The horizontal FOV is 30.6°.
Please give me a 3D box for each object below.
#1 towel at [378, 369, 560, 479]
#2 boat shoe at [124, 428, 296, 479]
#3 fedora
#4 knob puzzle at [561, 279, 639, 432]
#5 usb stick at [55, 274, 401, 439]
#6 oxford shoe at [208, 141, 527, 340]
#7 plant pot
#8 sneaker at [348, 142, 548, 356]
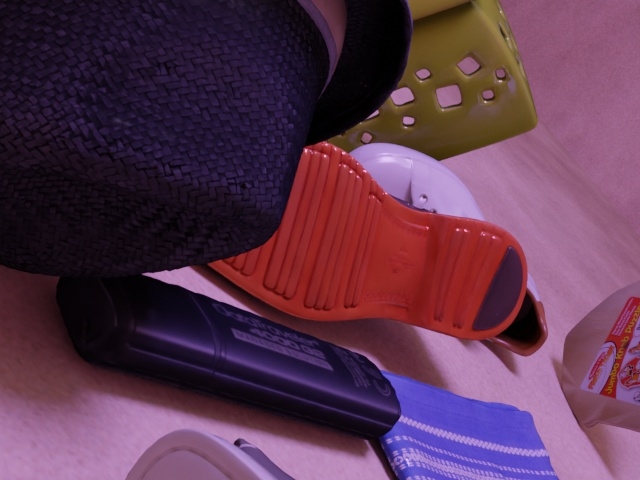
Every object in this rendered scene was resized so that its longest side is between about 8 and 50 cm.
[{"bbox_3d":[0.165,0.238,0.848,0.243,0.040,0.336,24,27,-48],"label":"towel"},{"bbox_3d":[0.024,0.185,0.465,0.091,0.109,0.305,34,3,-46],"label":"boat shoe"},{"bbox_3d":[-0.124,-0.072,0.599,0.334,0.334,0.152,30,56,-39],"label":"fedora"},{"bbox_3d":[0.337,0.122,1.274,0.030,0.213,0.213,36,20,-23],"label":"knob puzzle"},{"bbox_3d":[-0.047,0.073,0.732,0.278,0.045,0.077,25,19,-48],"label":"usb stick"},{"bbox_3d":[0.000,0.000,0.942,0.364,0.129,0.133,23,-5,-36],"label":"oxford shoe"},{"bbox_3d":[0.088,-0.228,1.258,0.227,0.228,0.207,-96,167,-49],"label":"plant pot"},{"bbox_3d":[0.135,0.013,1.170,0.290,0.106,0.123,38,16,-27],"label":"sneaker"}]
